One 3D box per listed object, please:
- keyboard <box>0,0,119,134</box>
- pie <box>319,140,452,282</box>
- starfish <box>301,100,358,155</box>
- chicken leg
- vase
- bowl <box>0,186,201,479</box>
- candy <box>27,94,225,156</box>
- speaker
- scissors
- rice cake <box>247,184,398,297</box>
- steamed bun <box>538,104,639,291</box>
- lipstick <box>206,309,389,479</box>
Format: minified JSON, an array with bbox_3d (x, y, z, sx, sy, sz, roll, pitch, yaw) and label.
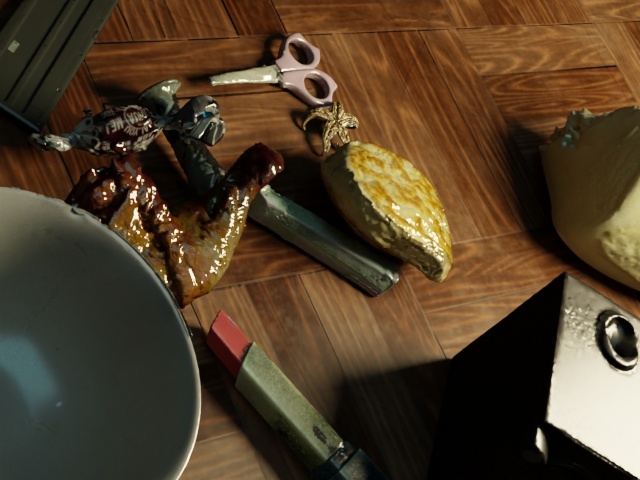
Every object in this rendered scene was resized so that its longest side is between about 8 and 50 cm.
[{"bbox_3d":[-0.318,-0.198,1.674,0.103,0.041,0.381,34,38,-14],"label":"keyboard"},{"bbox_3d":[0.084,-0.035,1.823,0.205,0.084,0.179,30,28,-31],"label":"pie"},{"bbox_3d":[0.015,-0.144,1.907,0.078,0.028,0.091,35,49,-18],"label":"starfish"},{"bbox_3d":[-0.171,-0.017,1.594,0.322,0.083,0.177,-3,96,-38],"label":"chicken leg"},{"bbox_3d":[-0.150,-0.104,1.721,0.059,0.059,0.167,-19,74,-45],"label":"vase"},{"bbox_3d":[-0.292,0.134,1.363,0.345,0.157,0.345,20,50,-26],"label":"bowl"},{"bbox_3d":[-0.209,-0.115,1.625,0.226,0.094,0.051,-7,72,-24],"label":"candy"},{"bbox_3d":[0.264,0.215,1.703,0.184,0.232,0.254,32,45,-16],"label":"speaker"},{"bbox_3d":[-0.065,-0.208,1.892,0.212,0.021,0.110,-14,73,-44],"label":"scissors"},{"bbox_3d":[0.000,0.000,1.780,0.211,0.043,0.034,31,38,-19],"label":"rice cake"},{"bbox_3d":[0.483,-0.079,2.069,0.290,0.272,0.273,18,51,-24],"label":"steamed bun"},{"bbox_3d":[-0.019,0.205,1.616,0.312,0.051,0.051,47,44,2],"label":"lipstick"}]
